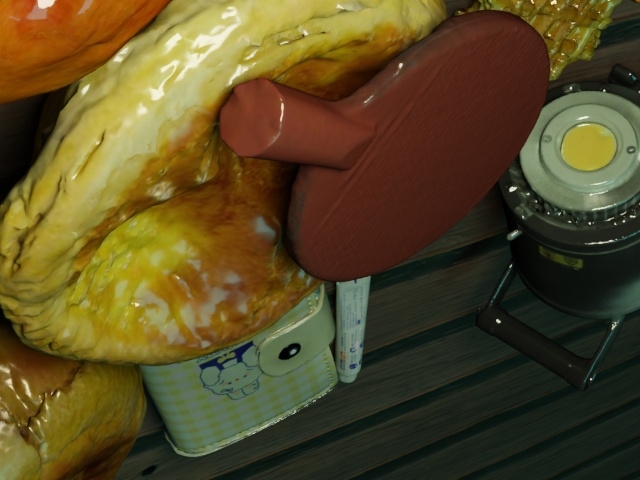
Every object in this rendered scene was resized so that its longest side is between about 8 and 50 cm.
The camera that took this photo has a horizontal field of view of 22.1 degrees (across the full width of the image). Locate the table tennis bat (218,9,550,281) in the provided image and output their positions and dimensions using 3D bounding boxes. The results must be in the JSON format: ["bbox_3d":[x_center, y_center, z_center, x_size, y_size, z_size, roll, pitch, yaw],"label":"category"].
[{"bbox_3d":[0.055,-0.073,1.281,0.268,0.051,0.414,-53,155,17],"label":"table tennis bat"}]

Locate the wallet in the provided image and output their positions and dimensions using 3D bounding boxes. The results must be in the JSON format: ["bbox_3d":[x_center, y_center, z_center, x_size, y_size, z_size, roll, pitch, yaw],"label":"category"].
[{"bbox_3d":[-0.091,0.108,1.722,0.223,0.077,0.309,-22,150,-7],"label":"wallet"}]

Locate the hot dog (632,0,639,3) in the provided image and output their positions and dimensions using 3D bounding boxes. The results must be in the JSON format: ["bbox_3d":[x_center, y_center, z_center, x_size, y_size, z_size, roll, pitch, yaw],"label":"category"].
[{"bbox_3d":[0.218,-0.319,1.373,0.100,0.135,0.337,-40,142,10],"label":"hot dog"}]

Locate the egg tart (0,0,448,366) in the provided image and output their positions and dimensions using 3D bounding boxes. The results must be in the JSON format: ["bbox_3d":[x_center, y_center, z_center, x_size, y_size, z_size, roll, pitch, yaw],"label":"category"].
[{"bbox_3d":[-0.086,-0.086,1.317,0.443,0.178,0.443,-32,152,-19],"label":"egg tart"}]

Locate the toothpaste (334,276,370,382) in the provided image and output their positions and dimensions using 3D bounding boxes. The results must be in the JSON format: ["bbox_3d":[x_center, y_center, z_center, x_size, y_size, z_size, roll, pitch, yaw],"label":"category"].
[{"bbox_3d":[0.036,0.099,1.924,0.052,0.033,0.218,-28,148,-21],"label":"toothpaste"}]

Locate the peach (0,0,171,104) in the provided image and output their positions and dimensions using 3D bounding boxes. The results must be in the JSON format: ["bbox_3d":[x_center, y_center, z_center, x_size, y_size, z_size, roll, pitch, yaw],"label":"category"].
[{"bbox_3d":[-0.189,-0.225,0.858,0.342,0.302,0.343,-30,152,-18],"label":"peach"}]

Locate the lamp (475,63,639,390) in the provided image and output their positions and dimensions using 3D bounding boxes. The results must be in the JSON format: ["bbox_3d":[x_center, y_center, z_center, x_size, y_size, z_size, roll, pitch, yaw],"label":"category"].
[{"bbox_3d":[0.299,-0.037,1.836,0.374,0.205,0.272,-59,155,4],"label":"lamp"}]

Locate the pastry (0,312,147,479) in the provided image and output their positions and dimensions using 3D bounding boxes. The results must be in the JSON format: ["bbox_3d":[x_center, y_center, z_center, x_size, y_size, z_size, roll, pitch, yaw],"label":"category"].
[{"bbox_3d":[-0.302,0.207,1.498,0.356,0.164,0.356,-50,166,-18],"label":"pastry"}]

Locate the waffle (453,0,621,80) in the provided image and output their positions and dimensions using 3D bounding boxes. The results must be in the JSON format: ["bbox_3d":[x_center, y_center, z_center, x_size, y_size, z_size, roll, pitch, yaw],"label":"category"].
[{"bbox_3d":[0.194,-0.212,1.616,0.291,0.051,0.291,-28,151,-17],"label":"waffle"}]
